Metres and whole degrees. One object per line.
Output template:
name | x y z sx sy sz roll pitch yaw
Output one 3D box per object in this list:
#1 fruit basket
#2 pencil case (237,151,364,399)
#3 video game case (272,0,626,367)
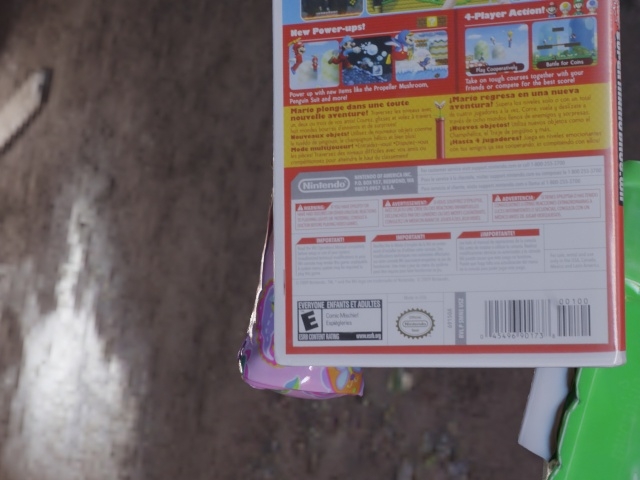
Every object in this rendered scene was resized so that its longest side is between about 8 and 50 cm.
fruit basket | 0.250 0.038 1.011 0.353 0.165 0.327 -59 -20 -57
pencil case | 0.000 0.000 1.323 0.124 0.124 0.284 4 85 65
video game case | 0.069 -0.070 0.839 0.204 0.025 0.285 -2 86 22
